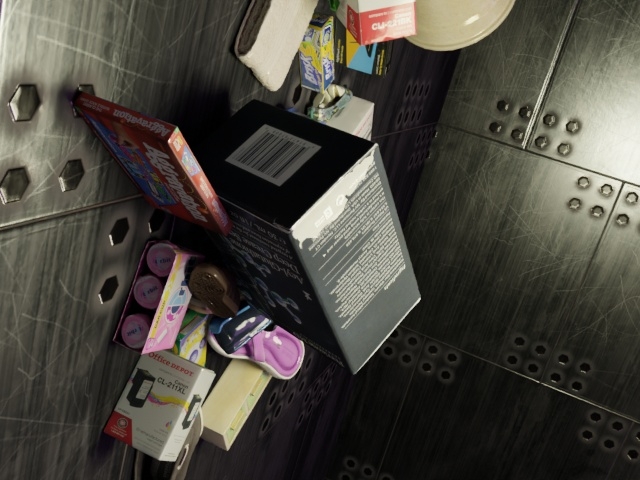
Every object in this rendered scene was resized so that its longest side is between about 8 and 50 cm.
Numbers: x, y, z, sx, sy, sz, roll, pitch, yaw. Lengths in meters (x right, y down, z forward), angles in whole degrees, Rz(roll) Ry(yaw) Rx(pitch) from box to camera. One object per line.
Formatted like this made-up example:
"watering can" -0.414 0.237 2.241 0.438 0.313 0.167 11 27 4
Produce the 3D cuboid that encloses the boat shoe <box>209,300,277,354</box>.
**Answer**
"boat shoe" -0.128 0.158 1.478 0.258 0.109 0.089 -27 104 -35

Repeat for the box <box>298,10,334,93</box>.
"box" -0.009 -0.392 1.442 0.054 0.059 0.169 -57 160 -29

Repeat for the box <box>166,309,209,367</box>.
"box" -0.274 0.236 1.397 0.105 0.043 0.179 -47 155 -52

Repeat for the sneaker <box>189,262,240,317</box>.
"sneaker" -0.188 0.074 1.238 0.188 0.066 0.071 81 13 -60

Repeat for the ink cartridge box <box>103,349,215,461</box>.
"ink cartridge box" -0.292 0.293 1.257 0.175 0.127 0.072 -66 161 -13

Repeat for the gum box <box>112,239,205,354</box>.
"gum box" -0.273 0.092 1.182 0.107 0.062 0.188 12 99 -74

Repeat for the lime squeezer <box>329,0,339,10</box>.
"lime squeezer" -0.025 -0.496 1.150 0.110 0.059 0.310 -50 158 15

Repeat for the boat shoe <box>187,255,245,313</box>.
"boat shoe" -0.173 0.064 1.411 0.285 0.102 0.092 -27 140 -59

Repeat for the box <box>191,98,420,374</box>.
"box" -0.028 -0.004 1.212 0.212 0.293 0.395 -46 139 -21

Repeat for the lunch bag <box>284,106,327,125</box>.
"lunch bag" -0.068 -0.129 1.490 0.243 0.115 0.303 -59 161 -13

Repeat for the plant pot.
"plant pot" 0.287 -0.686 1.658 0.334 0.333 0.305 -67 152 -8

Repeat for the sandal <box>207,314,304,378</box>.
"sandal" -0.122 0.217 1.608 0.416 0.102 0.169 43 60 -56

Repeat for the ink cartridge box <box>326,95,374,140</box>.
"ink cartridge box" 0.064 -0.246 1.800 0.219 0.092 0.160 92 25 -51

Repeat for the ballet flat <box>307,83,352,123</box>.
"ballet flat" 0.023 -0.332 1.625 0.188 0.070 0.070 -58 161 -44

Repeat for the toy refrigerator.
"toy refrigerator" -0.200 0.375 1.720 0.269 0.094 0.102 -57 161 -34

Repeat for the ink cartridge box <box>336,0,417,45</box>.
"ink cartridge box" 0.087 -0.521 1.242 0.197 0.114 0.273 -111 -171 -54

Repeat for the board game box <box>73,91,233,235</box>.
"board game box" -0.221 -0.096 0.965 0.027 0.145 0.281 -64 163 -18

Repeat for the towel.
"towel" -0.061 -0.425 1.250 0.282 0.049 0.187 -68 163 -2

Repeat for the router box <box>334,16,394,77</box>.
"router box" 0.102 -0.474 1.567 0.179 0.133 0.046 94 22 -44

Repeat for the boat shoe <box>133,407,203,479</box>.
"boat shoe" -0.312 0.418 1.380 0.095 0.112 0.335 -53 162 -55
